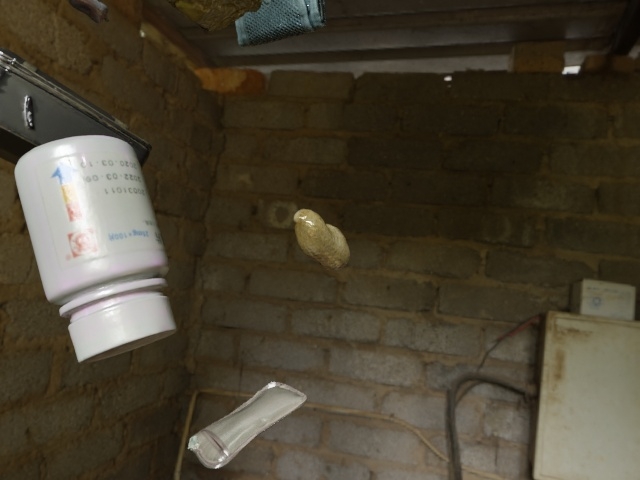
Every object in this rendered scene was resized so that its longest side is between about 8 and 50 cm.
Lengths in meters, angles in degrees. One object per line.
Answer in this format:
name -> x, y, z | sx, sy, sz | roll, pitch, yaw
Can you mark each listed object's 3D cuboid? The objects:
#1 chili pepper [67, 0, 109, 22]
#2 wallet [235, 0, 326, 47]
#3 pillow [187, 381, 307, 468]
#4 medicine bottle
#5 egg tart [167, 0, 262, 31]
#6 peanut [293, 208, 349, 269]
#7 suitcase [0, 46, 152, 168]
chili pepper -> -0.430, -0.430, 0.914 | 0.050, 0.041, 0.153 | -5, -14, 27
wallet -> -0.148, -0.739, 1.587 | 0.342, 0.237, 0.075 | 3, 21, 35
pillow -> -0.141, 0.350, 1.004 | 0.232, 0.038, 0.130 | -28, 20, -31
medicine bottle -> -0.311, 0.013, 0.738 | 0.170, 0.293, 0.170 | -18, -8, -3
egg tart -> -0.200, -0.398, 0.805 | 0.232, 0.098, 0.252 | 18, 20, -38
peanut -> 0.000, 0.000, 1.645 | 0.122, 0.137, 0.253 | -14, -37, 34
suitcase -> -0.613, -0.238, 1.176 | 0.434, 0.194, 0.283 | 33, -22, -28
